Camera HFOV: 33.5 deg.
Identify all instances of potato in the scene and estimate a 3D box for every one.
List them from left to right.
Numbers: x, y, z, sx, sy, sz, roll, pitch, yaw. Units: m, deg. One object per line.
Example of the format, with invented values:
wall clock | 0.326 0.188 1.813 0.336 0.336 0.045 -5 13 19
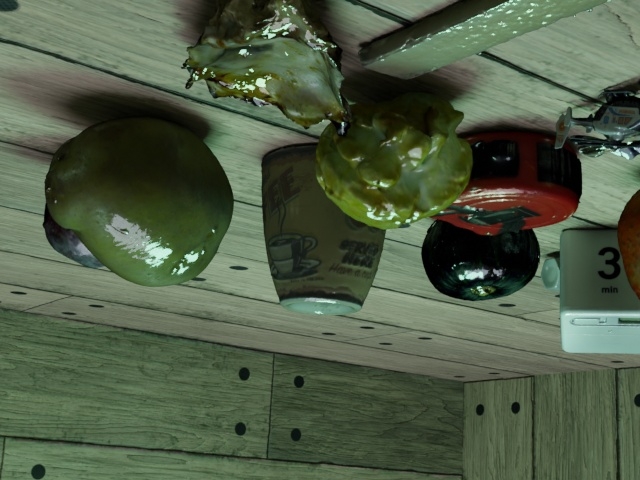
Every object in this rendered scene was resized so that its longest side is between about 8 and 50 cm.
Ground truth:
potato | -0.268 -0.065 1.654 0.243 0.221 0.326 -32 139 5

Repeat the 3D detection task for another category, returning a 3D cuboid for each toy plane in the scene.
toy plane | 0.396 -0.164 1.464 0.053 0.078 0.197 10 179 -34

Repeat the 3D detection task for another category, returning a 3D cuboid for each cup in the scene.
cup | 0.000 0.000 1.831 0.227 0.257 0.301 6 167 0

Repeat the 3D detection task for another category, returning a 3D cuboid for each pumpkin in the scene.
pumpkin | 0.307 0.028 2.055 0.233 0.163 0.233 1 165 0

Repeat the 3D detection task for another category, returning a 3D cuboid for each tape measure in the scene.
tape measure | 0.283 -0.089 1.696 0.260 0.114 0.253 -11 161 43

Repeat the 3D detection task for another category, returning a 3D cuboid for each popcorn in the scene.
popcorn | 0.099 -0.113 1.478 0.221 0.183 0.204 -19 -147 -36

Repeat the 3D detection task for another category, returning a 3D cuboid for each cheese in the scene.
cheese | 0.201 -0.256 1.224 0.085 0.034 0.400 14 161 -38

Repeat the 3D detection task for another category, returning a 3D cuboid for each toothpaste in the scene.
toothpaste | 0.673 0.079 2.389 0.371 0.080 0.125 2 157 -23

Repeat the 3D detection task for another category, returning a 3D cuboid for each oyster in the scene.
oyster | -0.072 -0.229 1.273 0.221 0.096 0.361 6 166 7

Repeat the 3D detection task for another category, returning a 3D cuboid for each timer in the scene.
timer | 0.583 0.104 2.149 0.192 0.195 0.194 -1 149 14

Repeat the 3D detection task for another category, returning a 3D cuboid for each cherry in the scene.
cherry | -0.386 -0.044 1.840 0.195 0.195 0.195 3 166 1

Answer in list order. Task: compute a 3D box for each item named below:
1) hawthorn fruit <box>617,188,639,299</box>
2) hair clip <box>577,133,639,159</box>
hawthorn fruit | 0.645 0.012 1.726 0.275 0.275 0.300 13 171 -33
hair clip | 0.482 -0.152 1.478 0.106 0.084 0.292 28 159 -32
